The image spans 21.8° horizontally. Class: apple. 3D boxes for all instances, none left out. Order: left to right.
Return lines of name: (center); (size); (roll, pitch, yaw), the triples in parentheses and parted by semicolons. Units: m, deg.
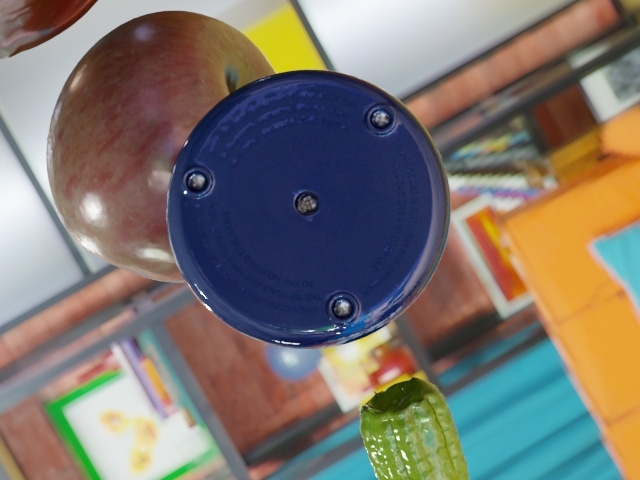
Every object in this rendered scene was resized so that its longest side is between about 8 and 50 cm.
apple: (-0.182, -0.105, 2.003); (0.345, 0.269, 0.345); (45, -153, -30)

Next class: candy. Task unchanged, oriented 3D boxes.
candy: (0.108, 0.245, 1.679); (0.097, 0.096, 0.209); (-154, 44, -79)

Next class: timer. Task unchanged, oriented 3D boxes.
timer: (0.000, 0.000, 1.732); (0.270, 0.270, 0.383); (59, 178, 12)

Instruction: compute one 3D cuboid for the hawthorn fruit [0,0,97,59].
hawthorn fruit: (-0.294, -0.295, 1.355); (0.308, 0.308, 0.325); (62, -155, -20)
